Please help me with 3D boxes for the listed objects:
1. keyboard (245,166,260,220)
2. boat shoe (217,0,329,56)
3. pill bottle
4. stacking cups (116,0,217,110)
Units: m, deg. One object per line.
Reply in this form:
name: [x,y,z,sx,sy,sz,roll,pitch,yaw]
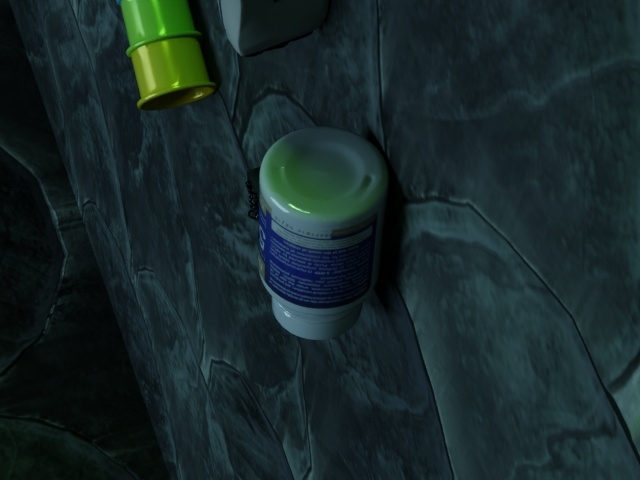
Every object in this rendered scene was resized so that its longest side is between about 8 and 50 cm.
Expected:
keyboard: [-0.053,-0.003,1.922,0.100,0.038,0.192,90,158,-44]
boat shoe: [-0.059,-0.292,1.474,0.158,0.127,0.340,62,163,17]
pill bottle: [0.000,0.000,1.580,0.187,0.112,0.112,94,157,-50]
stacking cups: [-0.208,-0.311,2.068,0.096,0.096,0.316,143,111,-74]
